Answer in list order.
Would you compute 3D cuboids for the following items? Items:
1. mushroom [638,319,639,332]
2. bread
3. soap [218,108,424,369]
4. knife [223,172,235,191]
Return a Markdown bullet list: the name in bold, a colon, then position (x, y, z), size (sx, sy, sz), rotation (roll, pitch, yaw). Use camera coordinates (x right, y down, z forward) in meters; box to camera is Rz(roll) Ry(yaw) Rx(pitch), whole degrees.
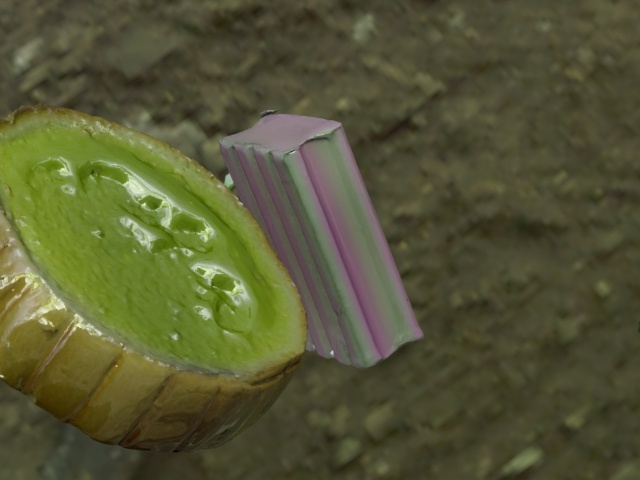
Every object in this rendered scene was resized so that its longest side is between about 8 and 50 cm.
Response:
- **mushroom**: position (0.423, 0.097, 1.715), size (0.352, 0.260, 0.352), rotation (-49, 163, -21)
- **bread**: position (-0.117, 0.019, 1.125), size (0.236, 0.236, 0.070), rotation (9, 130, -41)
- **soap**: position (0.000, 0.000, 1.577), size (0.065, 0.122, 0.203), rotation (-31, 112, -23)
- **knife**: position (-0.106, -0.048, 2.137), size (0.184, 0.026, 0.022), rotation (-54, 171, -15)
